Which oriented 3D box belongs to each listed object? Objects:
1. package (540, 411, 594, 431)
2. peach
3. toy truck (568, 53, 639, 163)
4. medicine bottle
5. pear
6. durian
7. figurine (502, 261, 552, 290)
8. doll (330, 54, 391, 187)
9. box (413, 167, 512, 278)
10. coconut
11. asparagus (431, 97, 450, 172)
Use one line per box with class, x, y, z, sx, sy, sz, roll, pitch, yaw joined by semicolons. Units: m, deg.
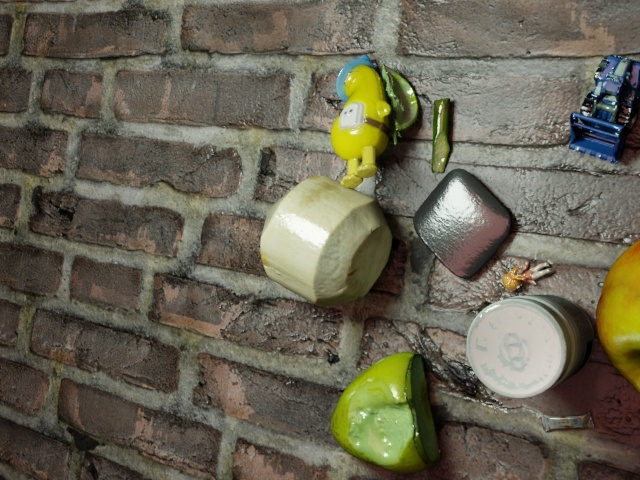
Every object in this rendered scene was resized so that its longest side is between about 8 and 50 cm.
package;0.535;0.393;1.559;0.110;0.015;0.037;-13;86;30
peach;0.704;0.133;1.310;0.369;0.370;0.370;-2;86;30
toy truck;0.601;-0.276;1.495;0.113;0.126;0.208;25;100;29
medicine bottle;0.429;0.204;1.447;0.189;0.332;0.190;-2;86;30
pear;0.139;0.414;1.707;0.292;0.159;0.293;-1;87;33
durian;0.184;-0.324;1.752;0.086;0.100;0.216;-20;70;31
figurine;0.460;0.076;1.606;0.109;0.047;0.064;-25;46;20
doll;0.106;-0.304;1.738;0.199;0.145;0.363;-27;51;44
box;0.332;-0.040;1.685;0.212;0.042;0.201;47;109;22
coconut;0.000;0.000;1.737;0.322;0.323;0.323;-2;86;30
asparagus;0.288;-0.251;1.724;0.045;0.041;0.179;2;89;38
